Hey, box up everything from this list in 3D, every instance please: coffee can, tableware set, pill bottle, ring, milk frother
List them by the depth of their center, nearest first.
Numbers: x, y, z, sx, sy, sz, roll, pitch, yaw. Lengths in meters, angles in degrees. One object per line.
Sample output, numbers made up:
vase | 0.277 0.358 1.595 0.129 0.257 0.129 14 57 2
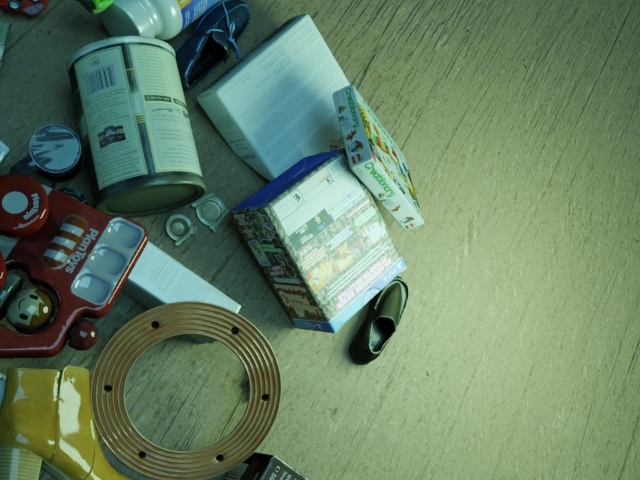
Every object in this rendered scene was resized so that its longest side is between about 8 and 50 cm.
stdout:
milk frother | -0.457 -0.116 1.267 0.143 0.134 0.129 41 77 -12
ring | -0.237 0.270 1.281 0.336 0.032 0.337 -2 99 -11
coffee can | -0.335 -0.201 1.309 0.201 0.201 0.275 -8 79 -30
tableware set | -0.271 -0.078 1.427 0.141 0.020 0.169 -37 97 -30
pill bottle | -0.305 -0.499 1.432 0.152 0.152 0.272 46 61 -11

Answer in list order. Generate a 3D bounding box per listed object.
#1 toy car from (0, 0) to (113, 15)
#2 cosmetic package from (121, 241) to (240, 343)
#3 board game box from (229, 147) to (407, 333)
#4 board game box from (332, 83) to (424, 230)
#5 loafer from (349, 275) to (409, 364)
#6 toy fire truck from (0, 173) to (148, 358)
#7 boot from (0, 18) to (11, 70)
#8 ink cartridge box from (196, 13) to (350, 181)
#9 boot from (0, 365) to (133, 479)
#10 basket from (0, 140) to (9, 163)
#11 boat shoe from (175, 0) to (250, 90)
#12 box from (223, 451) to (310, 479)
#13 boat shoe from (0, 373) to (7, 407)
toy car | -0.451 -0.467 1.330 0.225 0.053 0.239 33 69 32
cosmetic package | -0.275 0.096 1.329 0.231 0.117 0.085 36 66 -18
board game box | 0.000 0.000 1.452 0.232 0.141 0.291 -38 109 -30
board game box | 0.126 -0.167 1.517 0.305 0.053 0.193 41 31 -55
loafer | 0.144 0.172 1.557 0.080 0.078 0.220 34 65 -17
toy fire truck | -0.452 0.056 1.162 0.253 0.169 0.302 25 63 -5
boot | -0.646 -0.324 1.252 0.165 0.077 0.213 20 67 -25
ink cartridge box | -0.045 -0.248 1.574 0.308 0.091 0.385 -48 119 -29
boot | -0.394 0.321 1.188 0.295 0.104 0.211 29 56 -48
basket | -0.622 -0.117 1.199 0.113 0.103 0.167 41 63 -14
boat shoe | -0.217 -0.392 1.480 0.258 0.089 0.109 -57 144 -17
box | -0.083 0.509 1.303 0.203 0.167 0.168 40 63 -15
boat shoe | -0.547 0.250 1.162 0.096 0.098 0.277 -32 104 -31
